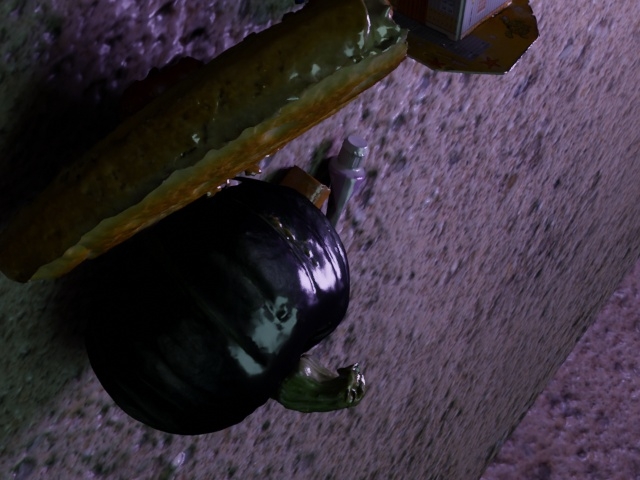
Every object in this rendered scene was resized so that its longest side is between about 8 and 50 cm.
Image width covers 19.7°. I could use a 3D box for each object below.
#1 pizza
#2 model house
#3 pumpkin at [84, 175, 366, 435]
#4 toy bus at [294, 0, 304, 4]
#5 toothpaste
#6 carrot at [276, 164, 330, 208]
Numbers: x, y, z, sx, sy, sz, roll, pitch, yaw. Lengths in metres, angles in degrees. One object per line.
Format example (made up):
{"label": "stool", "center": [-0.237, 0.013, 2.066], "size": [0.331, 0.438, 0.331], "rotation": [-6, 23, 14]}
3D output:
{"label": "pizza", "center": [-0.089, -0.123, 1.740], "size": [0.440, 0.130, 0.406], "rotation": [-31, -179, 18]}
{"label": "model house", "center": [0.142, -0.293, 1.938], "size": [0.207, 0.219, 0.136], "rotation": [-37, 145, -40]}
{"label": "pumpkin", "center": [-0.085, 0.092, 1.902], "size": [0.296, 0.296, 0.296], "rotation": [-44, 154, -27]}
{"label": "toy bus", "center": [-0.049, -0.328, 1.552], "size": [0.175, 0.138, 0.287], "rotation": [-41, 159, 10]}
{"label": "toothpaste", "center": [0.000, 0.000, 2.257], "size": [0.075, 0.048, 0.301], "rotation": [-43, 158, -54]}
{"label": "carrot", "center": [-0.072, 0.019, 2.117], "size": [0.225, 0.067, 0.067], "rotation": [-57, 157, -2]}
